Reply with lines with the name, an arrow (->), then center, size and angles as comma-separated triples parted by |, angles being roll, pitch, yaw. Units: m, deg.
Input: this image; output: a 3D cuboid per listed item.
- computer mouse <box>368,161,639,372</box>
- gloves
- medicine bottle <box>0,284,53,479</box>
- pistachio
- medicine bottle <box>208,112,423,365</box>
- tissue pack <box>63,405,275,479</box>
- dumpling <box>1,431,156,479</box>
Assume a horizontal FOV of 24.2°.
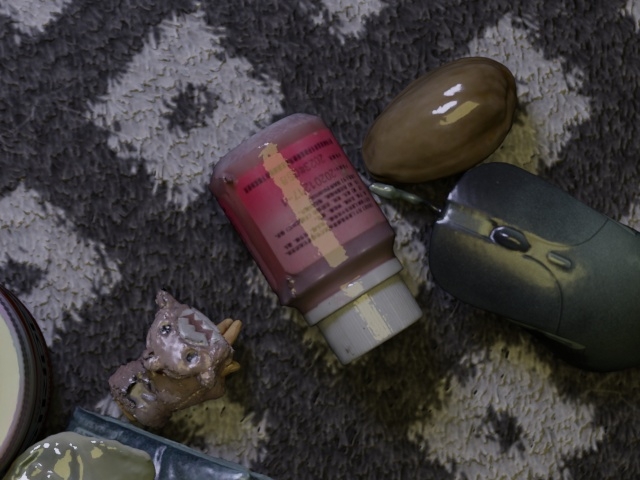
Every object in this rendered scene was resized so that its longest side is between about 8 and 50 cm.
computer mouse -> 0.223, 0.019, 1.545 | 0.379, 0.090, 0.167 | 23, 83, -13
gloves -> -0.150, 0.129, 1.542 | 0.110, 0.094, 0.144 | 30, 91, 11
medicine bottle -> -0.396, 0.140, 1.446 | 0.252, 0.241, 0.252 | 0, 85, -3
pistachio -> 0.127, -0.124, 1.579 | 0.185, 0.108, 0.126 | -35, 64, 1
medicine bottle -> 0.000, 0.000, 1.537 | 0.147, 0.147, 0.247 | -32, 88, -6
tissue pack -> -0.200, 0.344, 1.468 | 0.228, 0.103, 0.316 | 16, 81, 30
dumpling -> -0.256, 0.267, 1.378 | 0.151, 0.124, 0.229 | 34, 94, -25
